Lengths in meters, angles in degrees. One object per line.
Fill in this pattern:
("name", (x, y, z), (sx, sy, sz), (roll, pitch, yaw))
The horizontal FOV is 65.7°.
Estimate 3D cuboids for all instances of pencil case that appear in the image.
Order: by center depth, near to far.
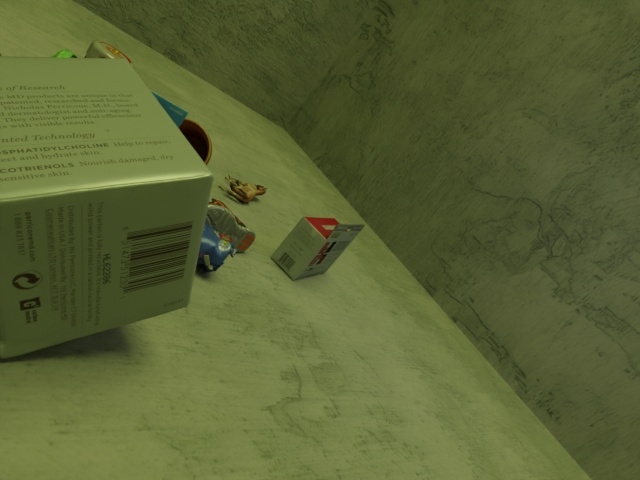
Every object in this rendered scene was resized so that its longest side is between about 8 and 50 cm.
("pencil case", (-0.387, -0.016, 1.357), (0.306, 0.119, 0.133), (31, 31, -28))

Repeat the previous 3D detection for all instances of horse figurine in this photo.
("horse figurine", (-0.332, -0.220, 2.122), (0.174, 0.066, 0.263), (32, 15, -7))

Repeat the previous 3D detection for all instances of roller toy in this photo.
("roller toy", (-0.909, -0.755, 2.123), (0.191, 0.146, 0.209), (43, 17, 14))

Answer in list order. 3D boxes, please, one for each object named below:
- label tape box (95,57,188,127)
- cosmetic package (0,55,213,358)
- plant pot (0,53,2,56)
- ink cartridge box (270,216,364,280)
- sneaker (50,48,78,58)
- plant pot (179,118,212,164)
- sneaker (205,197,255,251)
("label tape box", (-0.544, -0.268, 1.266), (0.249, 0.347, 0.115), (26, 21, -41))
("cosmetic package", (-0.437, -0.081, 0.864), (0.327, 0.329, 0.393), (-14, 50, -36))
("plant pot", (-0.857, -0.402, 1.087), (0.280, 0.323, 0.323), (47, 8, -39))
("ink cartridge box", (0.000, 0.000, 1.896), (0.130, 0.272, 0.309), (44, 16, 15))
("sneaker", (-0.687, -0.394, 1.421), (0.202, 0.185, 0.483), (42, -3, -12))
("plant pot", (-0.504, -0.343, 1.871), (0.205, 0.205, 0.188), (38, 1, -6))
("sneaker", (-0.347, -0.068, 1.583), (0.180, 0.124, 0.321), (40, -4, 24))
